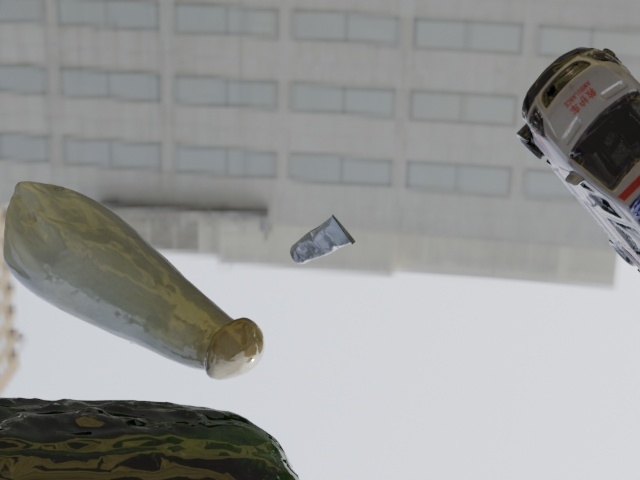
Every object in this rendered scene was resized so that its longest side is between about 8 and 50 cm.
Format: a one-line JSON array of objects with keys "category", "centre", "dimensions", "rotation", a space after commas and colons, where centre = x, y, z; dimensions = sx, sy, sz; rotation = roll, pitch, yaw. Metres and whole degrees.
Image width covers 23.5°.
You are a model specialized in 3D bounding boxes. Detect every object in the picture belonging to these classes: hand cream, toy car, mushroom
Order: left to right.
[{"category": "mushroom", "centre": [-0.168, 0.045, 1.410], "dimensions": [0.270, 0.103, 0.118], "rotation": [29, 172, 7]}, {"category": "hand cream", "centre": [0.000, 0.000, 1.299], "dimensions": [0.019, 0.030, 0.093], "rotation": [-43, -172, -32]}, {"category": "toy car", "centre": [0.227, -0.040, 1.063], "dimensions": [0.089, 0.209, 0.108], "rotation": [-43, -150, 2]}]

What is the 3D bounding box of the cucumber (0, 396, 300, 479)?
[{"category": "cucumber", "centre": [-0.118, 0.076, 0.386], "dimensions": [0.241, 0.074, 0.074], "rotation": [-4, -156, -25]}]
